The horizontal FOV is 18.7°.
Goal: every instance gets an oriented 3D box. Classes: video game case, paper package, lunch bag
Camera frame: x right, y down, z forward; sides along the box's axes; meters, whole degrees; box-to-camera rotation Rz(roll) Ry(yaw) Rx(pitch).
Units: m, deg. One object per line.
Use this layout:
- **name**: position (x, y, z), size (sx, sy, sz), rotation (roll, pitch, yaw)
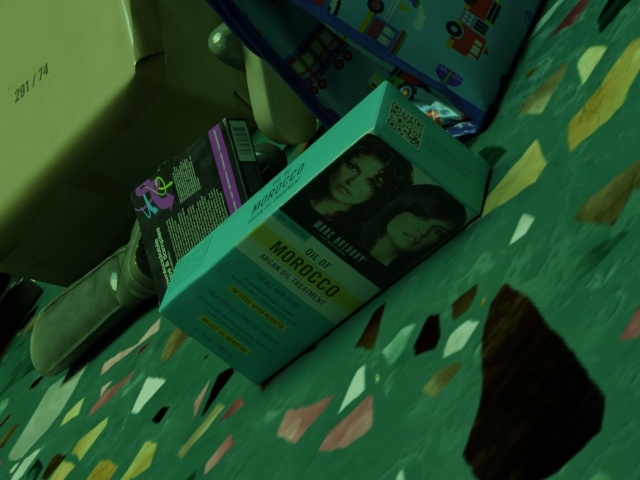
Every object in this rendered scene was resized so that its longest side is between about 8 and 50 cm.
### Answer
- **video game case**: position (-0.462, 0.154, 2.407), size (0.275, 0.035, 0.248), rotation (-54, 16, -10)
- **paper package**: position (-0.246, -0.165, 2.101), size (0.325, 0.168, 0.309), rotation (-41, 45, 31)
- **lunch bag**: position (0.016, -0.226, 1.478), size (0.138, 0.293, 0.221), rotation (-31, 25, 49)

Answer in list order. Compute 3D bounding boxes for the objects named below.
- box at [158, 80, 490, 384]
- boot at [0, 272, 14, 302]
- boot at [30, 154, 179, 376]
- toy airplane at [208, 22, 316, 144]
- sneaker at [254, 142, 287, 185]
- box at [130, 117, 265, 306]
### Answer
- **box**: position (0.000, 0.000, 1.377), size (0.244, 0.100, 0.060), rotation (-40, 21, 35)
- **boot**: position (-0.434, 0.067, 2.366), size (0.207, 0.090, 0.248), rotation (-19, 31, 40)
- **boot**: position (-0.196, 0.027, 1.929), size (0.208, 0.076, 0.189), rotation (-44, 14, 46)
- **toy airplane**: position (-0.050, -0.335, 1.743), size (0.386, 0.384, 0.272), rotation (-56, 27, -12)
- **sneaker**: position (-0.084, -0.034, 1.768), size (0.170, 0.051, 0.089), rotation (-35, 19, 36)
- **box**: position (-0.105, -0.023, 1.720), size (0.162, 0.029, 0.116), rotation (-32, 67, 45)
